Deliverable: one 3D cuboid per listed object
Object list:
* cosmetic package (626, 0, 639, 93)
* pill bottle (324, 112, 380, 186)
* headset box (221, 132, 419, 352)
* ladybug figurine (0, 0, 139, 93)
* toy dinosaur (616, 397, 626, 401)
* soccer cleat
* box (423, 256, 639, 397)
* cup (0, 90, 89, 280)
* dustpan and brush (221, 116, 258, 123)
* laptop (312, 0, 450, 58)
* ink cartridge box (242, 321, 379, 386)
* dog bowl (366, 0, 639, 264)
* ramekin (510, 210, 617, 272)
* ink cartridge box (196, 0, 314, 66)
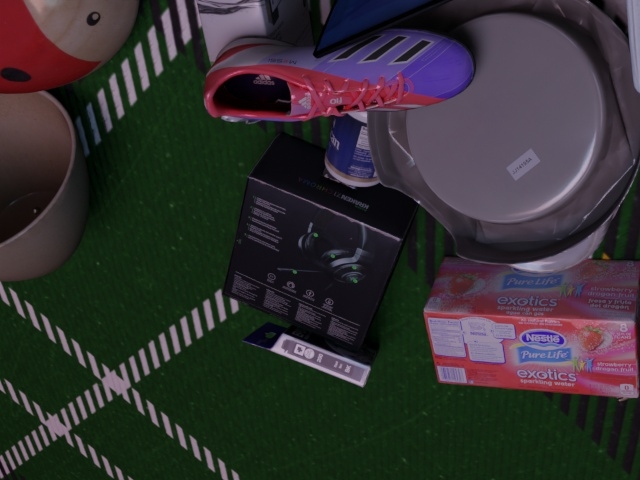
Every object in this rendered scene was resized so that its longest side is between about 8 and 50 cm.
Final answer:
[{"bbox_3d":[0.467,-0.351,0.752,0.394,0.329,0.327,-1,127,24],"label":"cosmetic package"},{"bbox_3d":[0.066,-0.166,1.247,0.094,0.094,0.169,21,131,7],"label":"pill bottle"},{"bbox_3d":[0.000,0.000,1.391,0.246,0.131,0.283,22,133,7],"label":"headset box"},{"bbox_3d":[-0.475,-0.341,1.302,0.449,0.162,0.305,-8,124,30],"label":"ladybug figurine"},{"bbox_3d":[0.469,0.200,1.398,0.183,0.053,0.092,-7,123,29],"label":"toy dinosaur"},{"bbox_3d":[0.019,-0.182,1.046,0.318,0.116,0.108,1,125,12],"label":"soccer cleat"},{"bbox_3d":[0.322,0.123,1.339,0.300,0.142,0.154,0,127,24],"label":"box"},{"bbox_3d":[-0.518,-0.061,1.484,0.331,0.331,0.237,11,154,16],"label":"cup"},{"bbox_3d":[-0.068,-0.185,1.215,0.147,0.211,0.060,-19,82,35],"label":"dustpan and brush"},{"bbox_3d":[0.076,-0.365,0.985,0.234,0.137,0.264,-16,93,33],"label":"laptop"},{"bbox_3d":[-0.009,0.171,1.501,0.208,0.206,0.045,20,96,6],"label":"ink cartridge box"},{"bbox_3d":[0.231,-0.148,1.092,0.349,0.102,0.348,6,102,32],"label":"dog bowl"},{"bbox_3d":[0.302,-0.051,1.227,0.207,0.109,0.207,12,131,14],"label":"ramekin"},{"bbox_3d":[-0.087,-0.319,1.145,0.093,0.160,0.219,5,129,18],"label":"ink cartridge box"}]
